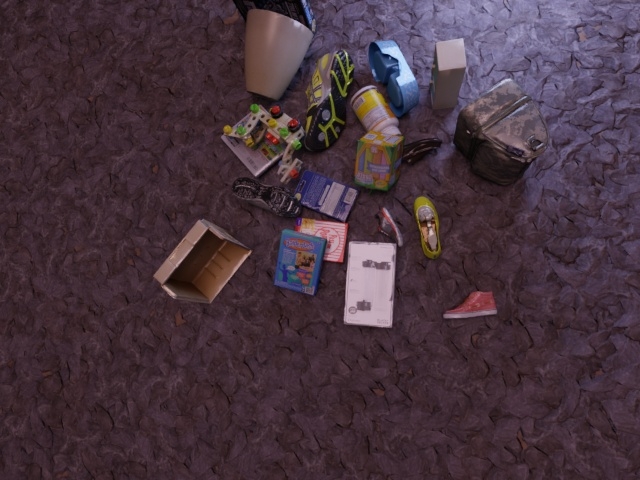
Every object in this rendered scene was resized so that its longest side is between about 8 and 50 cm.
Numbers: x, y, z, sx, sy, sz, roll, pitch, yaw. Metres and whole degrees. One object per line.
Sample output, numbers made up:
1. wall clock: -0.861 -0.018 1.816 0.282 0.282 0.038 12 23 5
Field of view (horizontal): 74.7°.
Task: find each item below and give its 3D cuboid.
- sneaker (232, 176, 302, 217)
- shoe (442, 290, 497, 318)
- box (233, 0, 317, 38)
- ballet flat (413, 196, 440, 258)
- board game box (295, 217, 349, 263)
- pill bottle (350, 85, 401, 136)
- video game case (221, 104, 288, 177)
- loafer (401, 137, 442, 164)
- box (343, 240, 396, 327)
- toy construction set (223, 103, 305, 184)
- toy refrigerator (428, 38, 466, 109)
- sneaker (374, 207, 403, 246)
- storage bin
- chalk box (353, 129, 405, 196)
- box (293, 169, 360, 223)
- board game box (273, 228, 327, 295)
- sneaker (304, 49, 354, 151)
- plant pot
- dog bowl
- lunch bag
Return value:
1. sneaker: -0.194 -0.159 1.577 0.272 0.108 0.100 23 82 7
2. shoe: 0.496 0.216 1.406 0.178 0.063 0.081 -8 78 4
3. box: -0.182 -0.901 1.597 0.294 0.295 0.073 13 86 13
4. ballet flat: 0.378 -0.051 1.462 0.077 0.077 0.230 -10 79 10
5. board game box: 0.000 0.000 1.540 0.194 0.045 0.146 7 83 12
6. pill bottle: 0.208 -0.451 1.540 0.117 0.117 0.214 -30 77 5
7. video game case: -0.242 -0.389 1.637 0.206 0.026 0.227 -41 77 -3
8. loafer: 0.335 -0.315 1.523 0.220 0.080 0.078 -13 102 18
9. box: 0.176 0.152 1.461 0.169 0.087 0.289 1 81 11
10. toy construction set: -0.180 -0.370 1.534 0.215 0.151 0.328 -45 78 -4
11. toy refrigerator: 0.428 -0.559 1.438 0.095 0.269 0.102 -5 81 11
12. sneaker: 0.243 -0.039 1.502 0.065 0.061 0.157 -30 66 15
13. storage bin: -0.413 0.079 1.498 0.123 0.260 0.262 39 90 18
14. chalk box: 0.203 -0.258 1.473 0.132 0.132 0.212 15 125 21
15. box: 0.019 -0.166 1.569 0.226 0.036 0.136 23 85 14
16. board game box: -0.073 0.078 1.501 0.160 0.047 0.210 14 107 11
17. sneaker: 0.013 -0.522 1.600 0.147 0.145 0.384 16 87 45
18. plant pot: -0.190 -0.689 1.608 0.257 0.256 0.273 20 101 13
19. dog bowl: 0.270 -0.599 1.537 0.074 0.166 0.296 -21 77 -6
20. lunch bag: 0.587 -0.326 1.353 0.213 0.305 0.255 -36 75 4
